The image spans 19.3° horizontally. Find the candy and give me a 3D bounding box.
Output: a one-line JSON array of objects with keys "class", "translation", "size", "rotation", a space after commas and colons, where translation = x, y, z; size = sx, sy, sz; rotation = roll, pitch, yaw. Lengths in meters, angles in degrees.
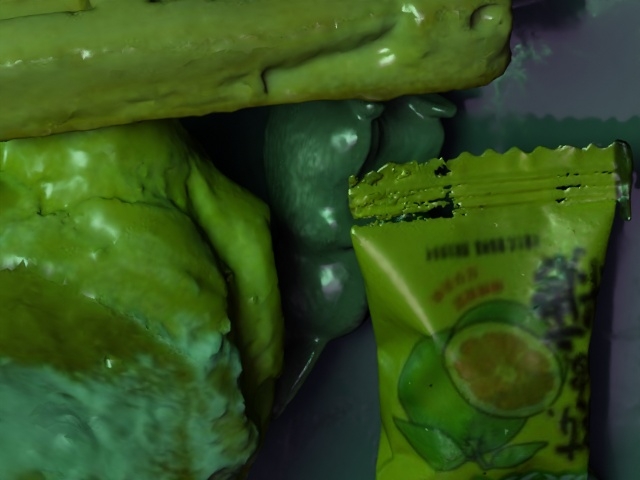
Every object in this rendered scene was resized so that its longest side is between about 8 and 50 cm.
[{"class": "candy", "translation": [0.112, 0.084, 1.192], "size": [0.187, 0.081, 0.297], "rotation": [-6, 108, -10]}]

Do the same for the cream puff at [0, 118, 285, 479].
[{"class": "cream puff", "translation": [-0.194, 0.025, 1.171], "size": [0.378, 0.275, 0.378], "rotation": [3, 129, 4]}]

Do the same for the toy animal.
[{"class": "toy animal", "translation": [0.008, -0.005, 1.226], "size": [0.138, 0.108, 0.236], "rotation": [39, 127, 36]}]

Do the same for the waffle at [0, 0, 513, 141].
[{"class": "waffle", "translation": [-0.064, -0.227, 1.071], "size": [0.304, 0.077, 0.348], "rotation": [-9, 63, -9]}]
